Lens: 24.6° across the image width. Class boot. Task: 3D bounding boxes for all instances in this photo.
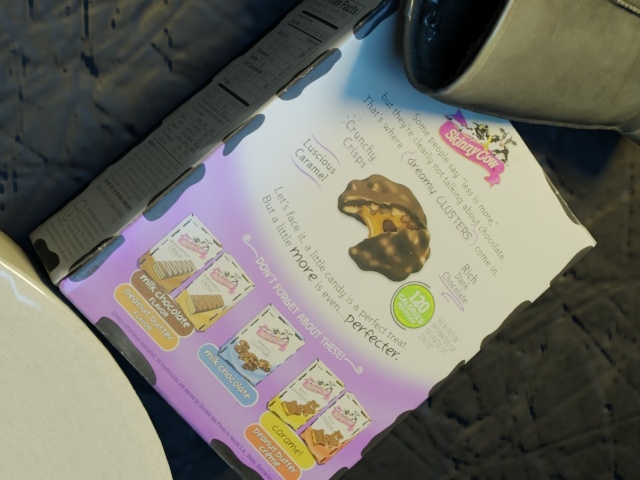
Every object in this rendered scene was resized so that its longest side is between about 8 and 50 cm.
[{"bbox_3d":[0.137,-0.125,0.640,0.208,0.076,0.190,18,87,-38],"label":"boot"}]

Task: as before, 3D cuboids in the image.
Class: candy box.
[{"bbox_3d":[0.000,0.000,0.662,0.196,0.070,0.165,-41,118,-5],"label":"candy box"}]

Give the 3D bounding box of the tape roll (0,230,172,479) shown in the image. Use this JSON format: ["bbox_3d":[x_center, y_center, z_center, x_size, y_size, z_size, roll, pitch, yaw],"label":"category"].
[{"bbox_3d":[-0.252,0.152,0.608,0.392,0.072,0.392,-7,111,-20],"label":"tape roll"}]
